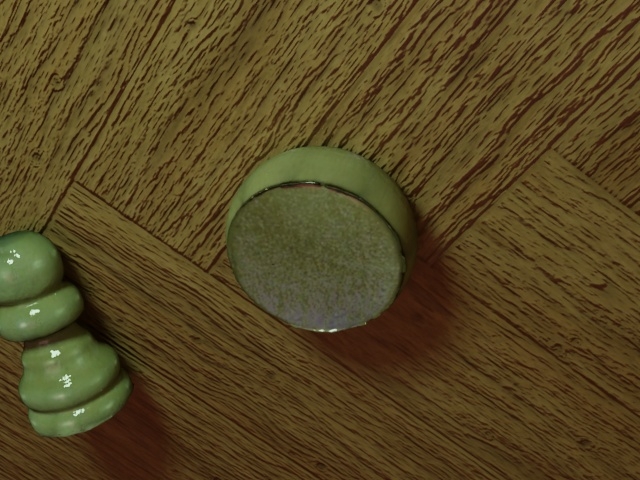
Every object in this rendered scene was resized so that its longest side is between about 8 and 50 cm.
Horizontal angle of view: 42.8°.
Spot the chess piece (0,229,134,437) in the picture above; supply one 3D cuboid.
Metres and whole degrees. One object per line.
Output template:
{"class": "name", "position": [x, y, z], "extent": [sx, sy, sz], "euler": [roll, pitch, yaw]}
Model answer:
{"class": "chess piece", "position": [-0.446, 0.139, 1.335], "extent": [0.183, 0.182, 0.330], "euler": [-9, 112, 20]}

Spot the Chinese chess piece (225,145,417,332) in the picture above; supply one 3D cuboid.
{"class": "Chinese chess piece", "position": [0.000, 0.000, 1.145], "extent": [0.270, 0.112, 0.269], "euler": [7, 124, 11]}
